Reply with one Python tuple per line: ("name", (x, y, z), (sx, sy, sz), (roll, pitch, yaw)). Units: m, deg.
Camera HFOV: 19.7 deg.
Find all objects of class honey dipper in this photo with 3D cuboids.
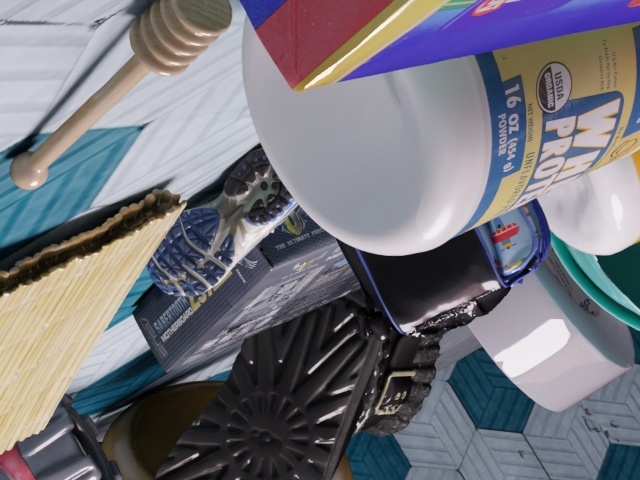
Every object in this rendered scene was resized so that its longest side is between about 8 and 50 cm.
("honey dipper", (-0.093, -0.063, 0.807), (0.030, 0.030, 0.160), (-22, 170, -44))

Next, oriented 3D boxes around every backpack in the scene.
("backpack", (0.064, -0.025, 1.095), (0.117, 0.158, 0.173), (-26, 174, 11))

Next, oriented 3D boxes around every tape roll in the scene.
("tape roll", (0.174, 0.033, 1.553), (0.072, 0.219, 0.219), (-35, 170, 18))

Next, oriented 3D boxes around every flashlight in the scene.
("flashlight", (-0.308, 0.240, 1.471), (0.304, 0.103, 0.103), (-32, 172, 0))

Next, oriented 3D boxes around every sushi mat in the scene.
("sushi mat", (-0.193, 0.080, 1.135), (0.151, 0.019, 0.316), (-29, 165, -37))

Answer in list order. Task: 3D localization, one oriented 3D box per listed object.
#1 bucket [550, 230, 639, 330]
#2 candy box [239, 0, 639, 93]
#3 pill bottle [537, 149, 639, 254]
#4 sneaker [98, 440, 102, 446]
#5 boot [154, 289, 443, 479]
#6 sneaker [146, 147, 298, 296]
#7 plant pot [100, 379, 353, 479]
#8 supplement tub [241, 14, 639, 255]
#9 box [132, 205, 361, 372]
("bucket", (0.298, -0.051, 1.366), (0.281, 0.281, 0.183), (-31, 179, -3))
("candy box", (0.136, -0.183, 0.611), (0.268, 0.122, 0.317), (-37, 168, 33))
("pill bottle", (0.252, -0.120, 1.176), (0.278, 0.162, 0.162), (-29, 170, -13))
("sneaker", (-0.249, 0.265, 1.710), (0.321, 0.126, 0.127), (-12, 179, -33))
("boot", (-0.012, 0.161, 1.585), (0.348, 0.131, 0.260), (-60, 167, 3))
("sneaker", (-0.051, -0.011, 1.141), (0.135, 0.052, 0.058), (-36, 174, 28))
("plant pot", (-0.083, 0.197, 1.687), (0.236, 0.236, 0.032), (-23, 135, -42))
("supplement tub", (0.080, -0.089, 0.846), (0.199, 0.144, 0.144), (-25, 169, -35))
("box", (0.000, 0.000, 1.323), (0.232, 0.059, 0.183), (-23, 168, -36))
